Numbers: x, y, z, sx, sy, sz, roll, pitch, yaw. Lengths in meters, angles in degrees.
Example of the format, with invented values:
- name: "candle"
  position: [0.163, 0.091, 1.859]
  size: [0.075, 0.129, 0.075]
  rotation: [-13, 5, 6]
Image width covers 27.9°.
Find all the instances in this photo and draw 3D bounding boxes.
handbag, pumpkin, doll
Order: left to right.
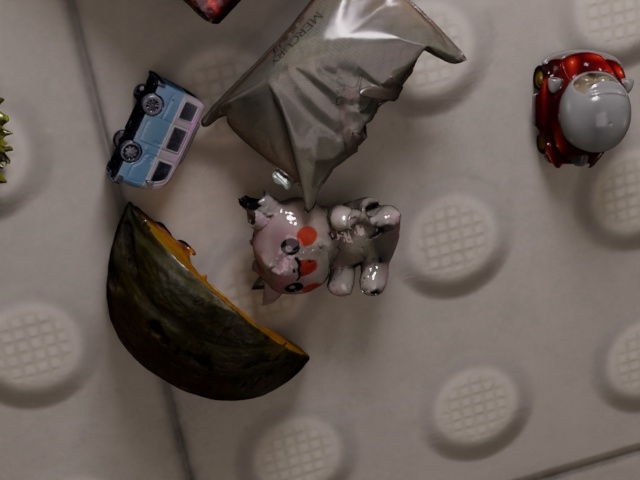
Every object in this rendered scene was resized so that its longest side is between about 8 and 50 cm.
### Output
- name: "pumpkin"
  position: [-0.137, 0.113, 1.450]
  size: [0.312, 0.169, 0.148]
  rotation: [40, 94, -24]
- name: "doll"
  position: [0.000, 0.000, 1.481]
  size: [0.192, 0.095, 0.149]
  rotation: [-7, 130, -12]
- name: "handbag"
  position: [0.018, -0.174, 1.406]
  size: [0.182, 0.117, 0.270]
  rotation: [42, 95, 4]

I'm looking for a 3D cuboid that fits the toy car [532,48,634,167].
- name: "toy car"
  position: [0.312, -0.144, 1.498]
  size: [0.112, 0.112, 0.139]
  rotation: [-2, 111, -14]

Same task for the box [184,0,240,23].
- name: "box"
  position: [-0.166, -0.443, 1.256]
  size: [0.415, 0.116, 0.264]
  rotation: [41, 95, -25]

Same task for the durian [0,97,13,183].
- name: "durian"
  position: [-0.462, -0.044, 1.362]
  size: [0.355, 0.157, 0.169]
  rotation: [-41, 79, 3]

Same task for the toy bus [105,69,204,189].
- name: "toy bus"
  position: [-0.180, -0.114, 1.412]
  size: [0.075, 0.060, 0.123]
  rotation: [21, 102, -25]
